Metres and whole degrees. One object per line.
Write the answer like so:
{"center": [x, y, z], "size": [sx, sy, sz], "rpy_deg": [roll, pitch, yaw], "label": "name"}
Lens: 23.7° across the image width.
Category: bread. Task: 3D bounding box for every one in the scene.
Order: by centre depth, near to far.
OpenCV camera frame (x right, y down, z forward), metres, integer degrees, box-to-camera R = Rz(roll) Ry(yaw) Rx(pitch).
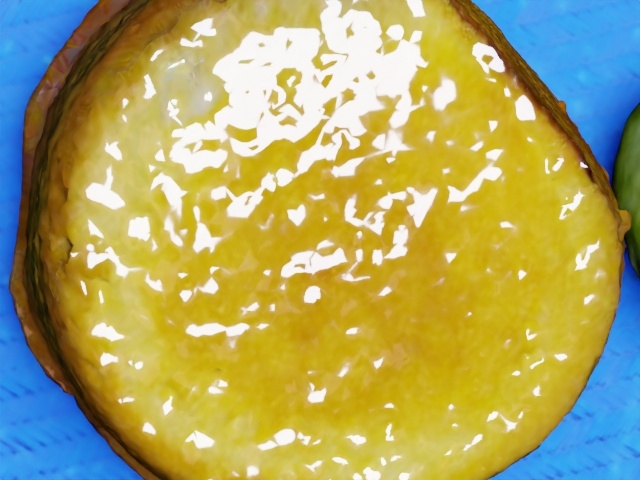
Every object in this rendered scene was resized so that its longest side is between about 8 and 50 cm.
{"center": [-0.005, -0.003, 0.739], "size": [0.312, 0.172, 0.312], "rpy_deg": [-1, 95, -8], "label": "bread"}

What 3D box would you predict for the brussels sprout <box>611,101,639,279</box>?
{"center": [0.233, -0.016, 0.773], "size": [0.180, 0.162, 0.144], "rpy_deg": [27, 123, -38], "label": "brussels sprout"}
